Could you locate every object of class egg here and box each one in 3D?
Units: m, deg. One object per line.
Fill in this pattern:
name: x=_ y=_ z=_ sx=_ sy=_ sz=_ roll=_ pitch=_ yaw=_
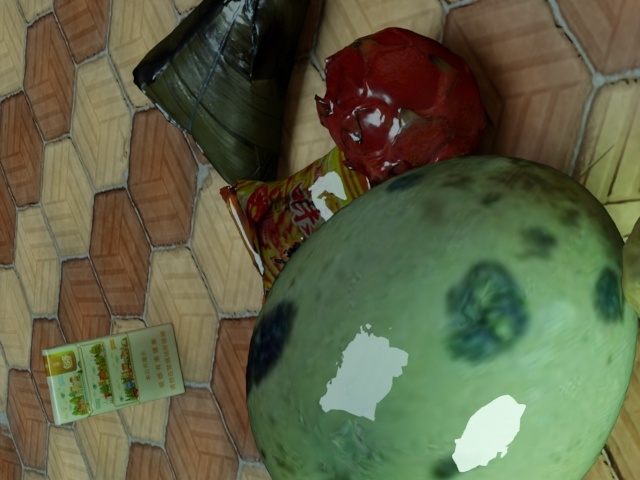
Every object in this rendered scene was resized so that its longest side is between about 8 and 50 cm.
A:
egg: x=0.114 y=0.111 z=1.062 sx=0.345 sy=0.345 sz=0.428 roll=58 pitch=134 yaw=27

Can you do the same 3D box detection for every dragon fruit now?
dragon fruit: x=0.086 y=-0.136 z=1.190 sx=0.209 sy=0.172 sz=0.172 roll=51 pitch=137 yaw=13

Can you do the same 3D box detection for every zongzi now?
zongzi: x=-0.074 y=-0.182 z=1.455 sx=0.286 sy=0.138 sz=0.300 roll=-31 pitch=89 yaw=44

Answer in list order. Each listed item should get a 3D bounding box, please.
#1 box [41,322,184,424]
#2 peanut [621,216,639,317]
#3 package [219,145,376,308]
box: x=-0.330 y=0.211 z=1.802 sx=0.032 sy=0.220 sz=0.122 roll=-10 pitch=90 yaw=56
peanut: x=0.371 y=-0.014 z=0.851 sx=0.291 sy=0.143 sz=0.159 roll=-17 pitch=51 yaw=42
package: x=-0.001 y=-0.007 z=1.396 sx=0.288 sy=0.108 sz=0.223 roll=-14 pitch=91 yaw=45
